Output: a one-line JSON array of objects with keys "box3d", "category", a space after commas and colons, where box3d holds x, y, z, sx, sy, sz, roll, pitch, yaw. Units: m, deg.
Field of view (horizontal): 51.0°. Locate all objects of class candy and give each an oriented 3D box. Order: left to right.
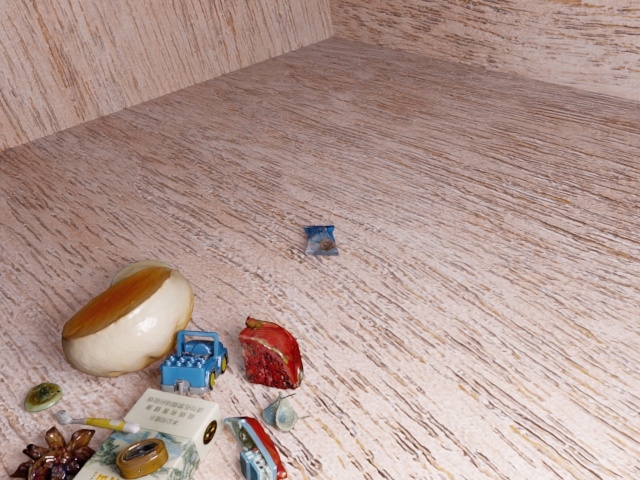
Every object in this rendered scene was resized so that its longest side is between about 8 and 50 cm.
[{"box3d": [-0.001, 0.000, 1.778, 0.088, 0.038, 0.136, 2, 38, -6], "category": "candy"}]

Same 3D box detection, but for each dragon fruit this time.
[{"box3d": [-0.088, 0.213, 1.375, 0.127, 0.121, 0.161, 4, 29, 12], "category": "dragon fruit"}]

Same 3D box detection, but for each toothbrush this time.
[{"box3d": [-0.424, 0.339, 1.259, 0.288, 0.024, 0.021, -9, 26, 42], "category": "toothbrush"}]

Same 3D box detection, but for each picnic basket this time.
[{"box3d": [-0.064, 0.319, 1.255, 0.083, 0.065, 0.083, -26, 24, 14], "category": "picnic basket"}]

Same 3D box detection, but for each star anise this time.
[{"box3d": [-0.485, 0.403, 1.237, 0.167, 0.057, 0.168, -5, 22, 2], "category": "star anise"}]

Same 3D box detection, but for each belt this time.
[{"box3d": [-0.300, 0.364, 1.129, 0.083, 0.036, 0.059, -18, 31, -19], "category": "belt"}]

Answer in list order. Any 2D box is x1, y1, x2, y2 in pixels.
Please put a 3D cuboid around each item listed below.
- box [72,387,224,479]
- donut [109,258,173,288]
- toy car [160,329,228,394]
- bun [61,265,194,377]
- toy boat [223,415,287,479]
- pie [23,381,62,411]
[{"box3d": [-0.306, 0.387, 1.197, 0.164, 0.069, 0.256, 5, 34, 23], "category": "box"}, {"box3d": [-0.461, 0.106, 1.701, 0.166, 0.065, 0.108, -31, 37, -30], "category": "donut"}, {"box3d": [-0.252, 0.237, 1.353, 0.097, 0.100, 0.191, 3, 11, 7], "category": "toy car"}, {"box3d": [-0.391, 0.188, 1.438, 0.298, 0.165, 0.299, -25, 22, 10], "category": "bun"}, {"box3d": [-0.121, 0.366, 1.180, 0.058, 0.069, 0.173, -16, 36, -25], "category": "toy boat"}, {"box3d": [-0.585, 0.328, 1.415, 0.084, 0.021, 0.084, -7, 32, 4], "category": "pie"}]
